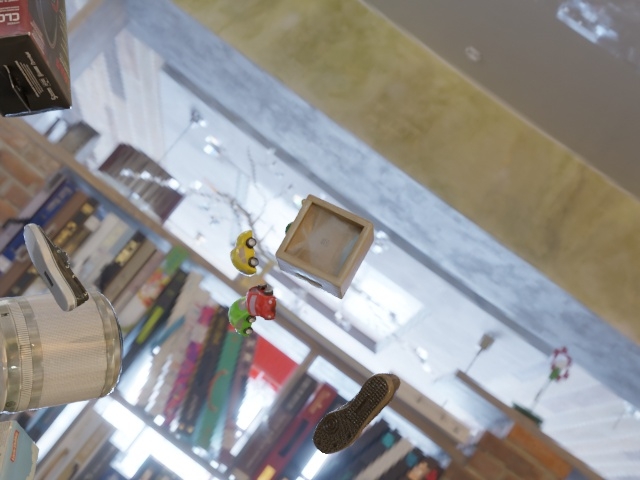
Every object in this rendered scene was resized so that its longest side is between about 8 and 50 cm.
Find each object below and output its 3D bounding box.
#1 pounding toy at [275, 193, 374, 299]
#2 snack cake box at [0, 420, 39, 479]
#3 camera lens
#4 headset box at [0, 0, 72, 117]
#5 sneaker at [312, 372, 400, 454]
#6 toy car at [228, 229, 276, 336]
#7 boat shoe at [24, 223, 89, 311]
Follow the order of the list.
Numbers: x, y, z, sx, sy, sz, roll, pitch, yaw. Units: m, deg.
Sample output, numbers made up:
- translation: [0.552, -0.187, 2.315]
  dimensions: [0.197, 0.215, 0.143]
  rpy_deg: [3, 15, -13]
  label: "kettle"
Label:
- translation: [0.000, 0.000, 1.414]
  dimensions: [0.141, 0.130, 0.100]
  rpy_deg: [25, -16, 13]
  label: "pounding toy"
- translation: [-0.498, 0.392, 1.287]
  dimensions: [0.152, 0.264, 0.089]
  rpy_deg: [-9, -43, 8]
  label: "snack cake box"
- translation: [-0.533, 0.212, 1.783]
  dimensions: [0.274, 0.219, 0.219]
  rpy_deg: [-5, 10, -33]
  label: "camera lens"
- translation: [-0.426, -0.323, 1.278]
  dimensions: [0.110, 0.293, 0.218]
  rpy_deg: [-8, -18, -2]
  label: "headset box"
- translation: [0.069, 0.297, 1.579]
  dimensions: [0.066, 0.188, 0.071]
  rpy_deg: [54, 22, 23]
  label: "sneaker"
- translation: [-0.161, 0.125, 1.986]
  dimensions: [0.225, 0.053, 0.239]
  rpy_deg: [107, -29, -43]
  label: "toy car"
- translation: [-0.385, 0.037, 1.352]
  dimensions: [0.049, 0.040, 0.142]
  rpy_deg: [-35, -98, 50]
  label: "boat shoe"
